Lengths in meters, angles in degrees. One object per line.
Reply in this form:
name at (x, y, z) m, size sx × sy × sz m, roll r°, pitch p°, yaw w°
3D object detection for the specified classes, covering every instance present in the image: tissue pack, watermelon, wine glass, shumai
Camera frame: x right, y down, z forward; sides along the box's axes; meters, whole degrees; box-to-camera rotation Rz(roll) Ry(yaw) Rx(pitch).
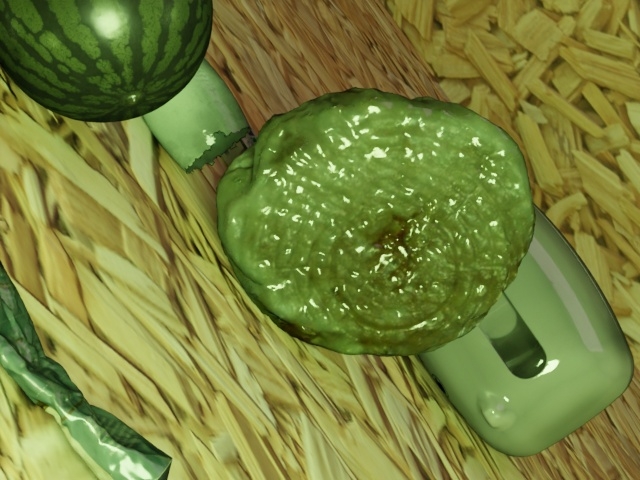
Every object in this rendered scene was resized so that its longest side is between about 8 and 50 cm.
tissue pack at (0.220, 0.088, 1.922) m, size 0.333 × 0.229 × 0.236 m, roll 56°, pitch 14°, yaw 12°
watermelon at (-0.199, -0.208, 1.421) m, size 0.212 × 0.212 × 0.212 m, roll 47°, pitch 16°, yaw -18°
wine glass at (-0.129, -0.262, 1.685) m, size 0.309 × 0.264 × 0.096 m, roll 54°, pitch -20°, yaw 4°
shumai at (0.046, -0.048, 1.658) m, size 0.309 × 0.304 × 0.263 m, roll 52°, pitch 3°, yaw -22°

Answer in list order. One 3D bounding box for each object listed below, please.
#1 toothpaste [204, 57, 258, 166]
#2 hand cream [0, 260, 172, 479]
toothpaste at (-0.117, -0.140, 1.814) m, size 0.040 × 0.047 × 0.196 m, roll -10°, pitch 63°, yaw -57°
hand cream at (-0.185, 0.087, 1.096) m, size 0.248 × 0.052 × 0.075 m, roll 52°, pitch 15°, yaw 0°
